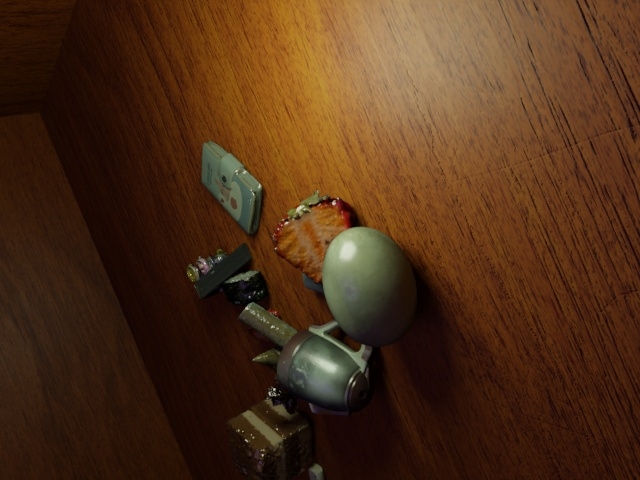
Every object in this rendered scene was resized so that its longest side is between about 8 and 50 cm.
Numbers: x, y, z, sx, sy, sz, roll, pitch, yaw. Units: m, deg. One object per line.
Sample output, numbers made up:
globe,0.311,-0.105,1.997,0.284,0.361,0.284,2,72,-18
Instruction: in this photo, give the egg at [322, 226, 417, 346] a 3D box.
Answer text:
egg,0.138,0.131,1.417,0.259,0.259,0.351,3,110,48

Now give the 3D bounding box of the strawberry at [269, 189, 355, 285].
strawberry,0.007,-0.017,1.567,0.280,0.253,0.150,40,-175,-17

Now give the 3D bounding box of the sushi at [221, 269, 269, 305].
sushi,-0.310,0.197,2.046,0.225,0.124,0.127,-9,106,48

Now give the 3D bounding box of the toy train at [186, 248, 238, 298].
toy train,-0.478,0.150,2.214,0.261,0.134,0.177,-29,85,50

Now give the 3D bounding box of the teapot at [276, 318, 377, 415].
teapot,0.052,0.421,1.709,0.312,0.233,0.314,16,91,36

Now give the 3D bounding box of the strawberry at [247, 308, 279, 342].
strawberry,-0.217,0.341,2.062,0.121,0.082,0.188,35,124,-8

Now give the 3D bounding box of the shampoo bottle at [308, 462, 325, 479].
shampoo bottle,-0.010,1.042,2.166,0.077,0.045,0.151,4,108,45

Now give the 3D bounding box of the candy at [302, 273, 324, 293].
candy,0.006,0.115,1.701,0.174,0.071,0.137,12,112,44

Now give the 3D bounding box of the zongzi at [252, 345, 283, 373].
zongzi,-0.188,0.519,2.022,0.081,0.178,0.188,22,123,50

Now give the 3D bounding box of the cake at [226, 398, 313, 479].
cake,-0.212,0.852,2.115,0.282,0.290,0.255,23,122,42

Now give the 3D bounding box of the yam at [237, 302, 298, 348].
yam,-0.190,0.338,1.946,0.259,0.093,0.093,33,134,4

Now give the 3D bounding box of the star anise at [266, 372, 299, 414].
star anise,-0.123,0.572,1.960,0.126,0.190,0.220,27,125,34

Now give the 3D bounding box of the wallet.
wallet,-0.348,-0.215,1.947,0.360,0.083,0.252,44,140,25

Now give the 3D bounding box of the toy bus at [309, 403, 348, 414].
toy bus,0.050,0.605,1.875,0.226,0.074,0.081,-18,93,50

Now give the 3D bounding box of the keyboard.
keyboard,-0.439,0.154,2.062,0.041,0.381,0.103,49,-172,-50
